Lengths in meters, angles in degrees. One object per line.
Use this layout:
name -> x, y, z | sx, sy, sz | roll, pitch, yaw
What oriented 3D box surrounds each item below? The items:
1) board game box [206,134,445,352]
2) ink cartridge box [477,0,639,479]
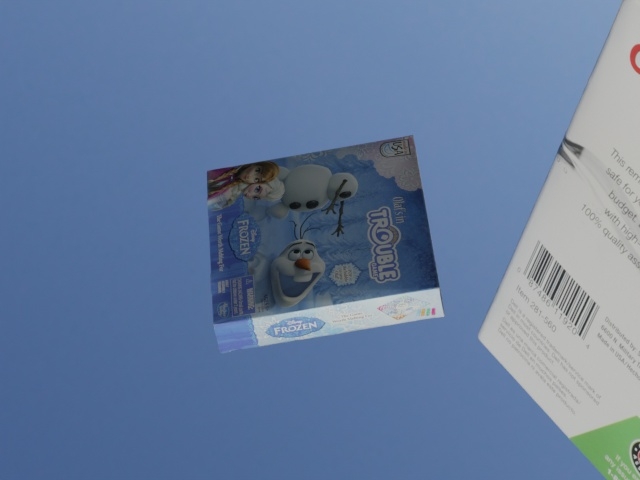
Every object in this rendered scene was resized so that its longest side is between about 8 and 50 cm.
board game box -> 0.000, 0.000, 0.712 | 0.090, 0.090, 0.020 | -97, -3, -45
ink cartridge box -> 0.181, 0.009, 0.803 | 0.093, 0.219, 0.160 | -15, -129, -35
